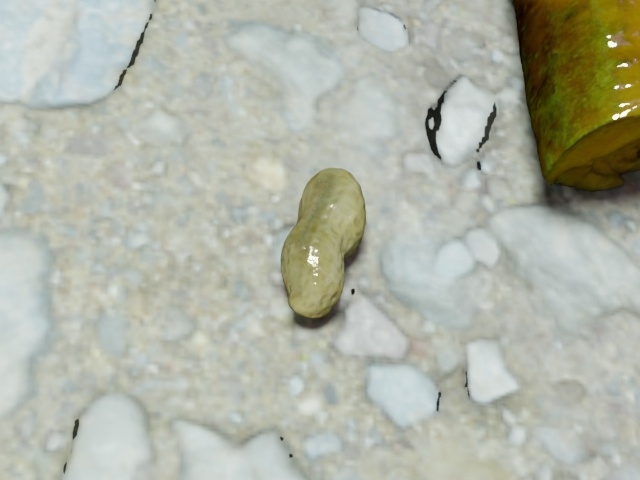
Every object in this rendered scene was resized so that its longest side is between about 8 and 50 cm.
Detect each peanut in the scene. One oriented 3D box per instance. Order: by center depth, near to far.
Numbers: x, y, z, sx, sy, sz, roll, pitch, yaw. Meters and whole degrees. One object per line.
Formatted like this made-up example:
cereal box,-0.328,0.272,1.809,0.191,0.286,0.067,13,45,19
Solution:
peanut,0.000,0.000,0.691,0.037,0.037,0.083,19,63,-1

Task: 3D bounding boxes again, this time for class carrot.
carrot,0.153,-0.167,0.782,0.114,0.114,0.302,3,61,-12
